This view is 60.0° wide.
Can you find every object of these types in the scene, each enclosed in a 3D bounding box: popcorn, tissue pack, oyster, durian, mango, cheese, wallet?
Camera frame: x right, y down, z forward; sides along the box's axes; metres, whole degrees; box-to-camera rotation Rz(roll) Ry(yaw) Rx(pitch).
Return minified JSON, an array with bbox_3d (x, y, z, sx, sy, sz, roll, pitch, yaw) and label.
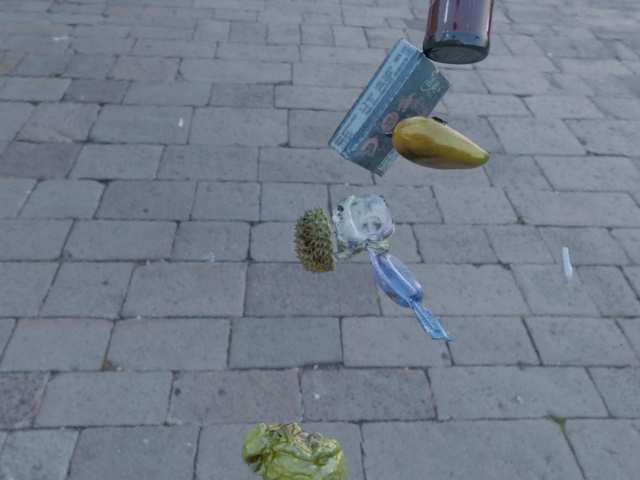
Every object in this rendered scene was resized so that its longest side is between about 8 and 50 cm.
[{"bbox_3d":[-0.049,0.586,1.453,0.286,0.225,0.174,50,31,-14],"label":"popcorn"},{"bbox_3d":[0.183,-0.325,1.421,0.103,0.315,0.228,43,15,26],"label":"tissue pack"},{"bbox_3d":[0.084,-0.019,1.238,0.191,0.081,0.163,-35,66,-30],"label":"oyster"},{"bbox_3d":[-0.008,0.003,2.086,0.154,0.186,0.260,-21,89,-32],"label":"durian"},{"bbox_3d":[0.205,-0.165,0.981,0.187,0.101,0.066,18,67,-4],"label":"mango"},{"bbox_3d":[0.170,0.103,1.105,0.135,0.052,0.244,17,32,-54],"label":"cheese"},{"bbox_3d":[0.911,0.097,2.061,0.032,0.183,0.124,-8,75,19],"label":"wallet"}]

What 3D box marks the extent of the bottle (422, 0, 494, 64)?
[{"bbox_3d":[0.308,-0.563,1.187,0.144,0.336,0.144,6,3,0],"label":"bottle"}]
